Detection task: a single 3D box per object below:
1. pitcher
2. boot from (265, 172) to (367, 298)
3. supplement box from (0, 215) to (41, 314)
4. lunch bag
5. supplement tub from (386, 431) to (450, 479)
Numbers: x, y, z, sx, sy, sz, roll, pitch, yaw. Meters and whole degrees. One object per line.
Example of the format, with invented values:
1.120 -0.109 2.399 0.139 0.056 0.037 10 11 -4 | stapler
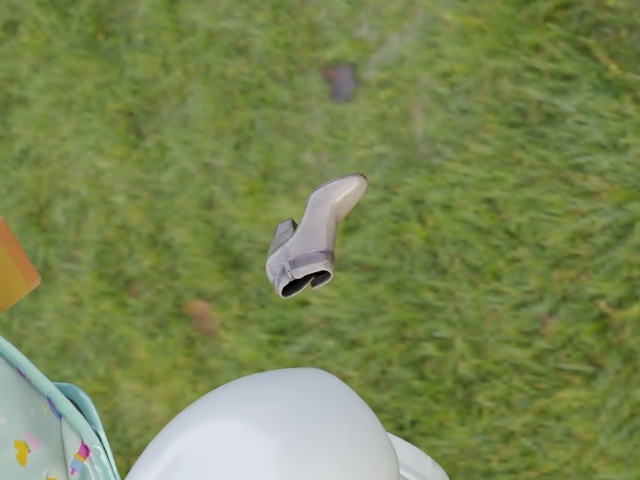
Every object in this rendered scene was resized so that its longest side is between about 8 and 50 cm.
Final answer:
-0.069 0.164 0.961 0.125 0.207 0.178 55 154 -2 | pitcher
0.000 0.000 1.611 0.118 0.042 0.087 -36 39 22 | boot
-0.351 0.065 1.600 0.080 0.233 0.078 -23 102 30 | supplement box
-0.298 0.181 1.409 0.223 0.262 0.160 -10 55 29 | lunch bag
-0.021 0.337 1.563 0.235 0.235 0.325 -15 47 46 | supplement tub
